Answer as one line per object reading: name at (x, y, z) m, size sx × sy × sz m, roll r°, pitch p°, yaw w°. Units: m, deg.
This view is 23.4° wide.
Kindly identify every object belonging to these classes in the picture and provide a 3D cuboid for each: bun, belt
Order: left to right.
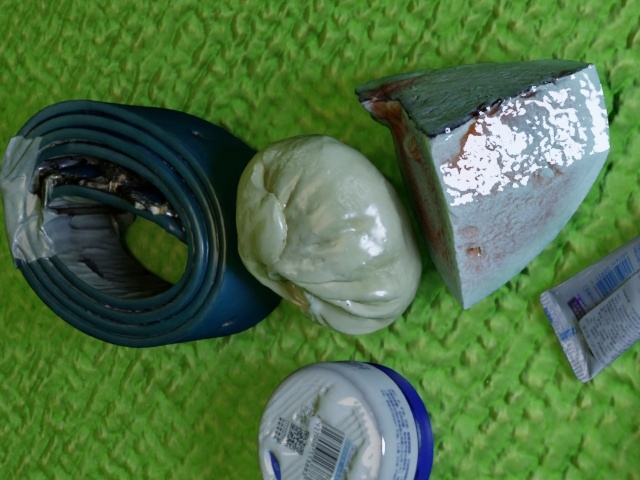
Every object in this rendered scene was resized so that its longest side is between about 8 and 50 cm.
belt at (-0.240, -0.023, 2.048) m, size 0.436 × 0.173 × 0.300 m, roll 24°, pitch 104°, yaw 38°
bun at (0.000, 0.000, 1.806) m, size 0.259 × 0.160 × 0.259 m, roll 30°, pitch 144°, yaw 25°

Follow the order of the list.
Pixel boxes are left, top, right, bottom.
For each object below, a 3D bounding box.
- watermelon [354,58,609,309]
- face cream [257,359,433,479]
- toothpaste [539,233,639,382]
watermelon at (0.150, -0.070, 1.706) m, size 0.319 × 0.213 × 0.290 m, roll 12°, pitch 96°, yaw 30°
face cream at (0.024, 0.247, 1.851) m, size 0.206 × 0.111 × 0.206 m, roll -3°, pitch 85°, yaw 41°
toothpaste at (0.356, 0.032, 1.629) m, size 0.299 × 0.073 × 0.114 m, roll -42°, pitch 63°, yaw 38°
